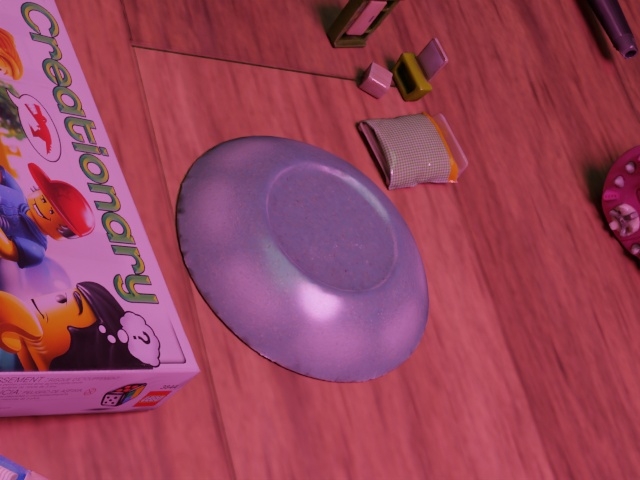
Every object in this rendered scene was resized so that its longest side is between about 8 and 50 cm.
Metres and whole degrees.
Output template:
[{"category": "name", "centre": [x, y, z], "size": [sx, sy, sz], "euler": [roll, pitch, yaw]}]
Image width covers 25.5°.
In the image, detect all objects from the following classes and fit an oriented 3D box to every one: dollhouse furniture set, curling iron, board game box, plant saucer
[{"category": "dollhouse furniture set", "centre": [0.064, -0.115, 1.056], "size": [0.076, 0.058, 0.151], "euler": [-7, 62, -38]}, {"category": "curling iron", "centre": [0.225, -0.275, 1.313], "size": [0.068, 0.035, 0.274], "euler": [-6, 61, -34]}, {"category": "board game box", "centre": [-0.200, -0.047, 0.788], "size": [0.193, 0.053, 0.305], "euler": [5, 54, -51]}, {"category": "plant saucer", "centre": [0.000, 0.000, 0.938], "size": [0.195, 0.037, 0.195], "euler": [20, 48, -24]}]

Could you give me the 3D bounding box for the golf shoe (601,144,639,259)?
[{"category": "golf shoe", "centre": [0.362, 0.035, 1.121], "size": [0.140, 0.115, 0.306], "euler": [-25, 75, -48]}]

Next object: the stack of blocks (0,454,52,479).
[{"category": "stack of blocks", "centre": [-0.225, 0.209, 0.577], "size": [0.171, 0.087, 0.297], "euler": [30, 45, -13]}]
